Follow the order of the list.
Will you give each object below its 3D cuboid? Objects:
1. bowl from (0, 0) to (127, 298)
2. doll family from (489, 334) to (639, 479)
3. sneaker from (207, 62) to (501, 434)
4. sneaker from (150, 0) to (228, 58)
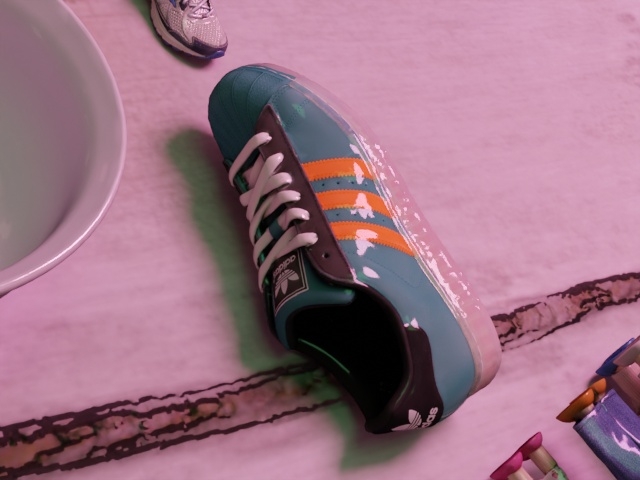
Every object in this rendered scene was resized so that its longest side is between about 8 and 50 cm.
[{"bbox_3d":[-0.274,-0.052,0.640,0.297,0.134,0.298,16,50,-19],"label":"bowl"},{"bbox_3d":[0.256,0.162,0.796,0.163,0.118,0.263,49,47,11],"label":"doll family"},{"bbox_3d":[0.000,0.000,0.779,0.121,0.108,0.302,-25,72,-45],"label":"sneaker"},{"bbox_3d":[-0.116,-0.209,0.909,0.052,0.058,0.135,-20,69,-39],"label":"sneaker"}]
